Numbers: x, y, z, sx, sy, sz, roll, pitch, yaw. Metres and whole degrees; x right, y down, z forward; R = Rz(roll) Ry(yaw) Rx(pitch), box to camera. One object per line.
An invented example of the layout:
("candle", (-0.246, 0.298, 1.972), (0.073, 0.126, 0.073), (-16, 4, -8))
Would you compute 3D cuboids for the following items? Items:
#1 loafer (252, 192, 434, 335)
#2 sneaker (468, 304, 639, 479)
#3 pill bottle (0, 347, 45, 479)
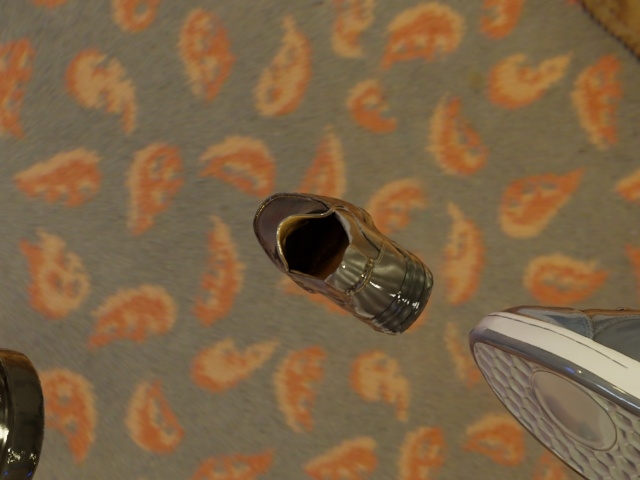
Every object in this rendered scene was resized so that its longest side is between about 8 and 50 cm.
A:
("loafer", (0.000, 0.000, 0.936), (0.061, 0.170, 0.062), (32, 87, -33))
("sneaker", (0.188, 0.038, 0.655), (0.163, 0.226, 0.086), (-48, 134, -25))
("pill bottle", (-0.268, 0.096, 0.855), (0.219, 0.123, 0.122), (9, 89, -38))
